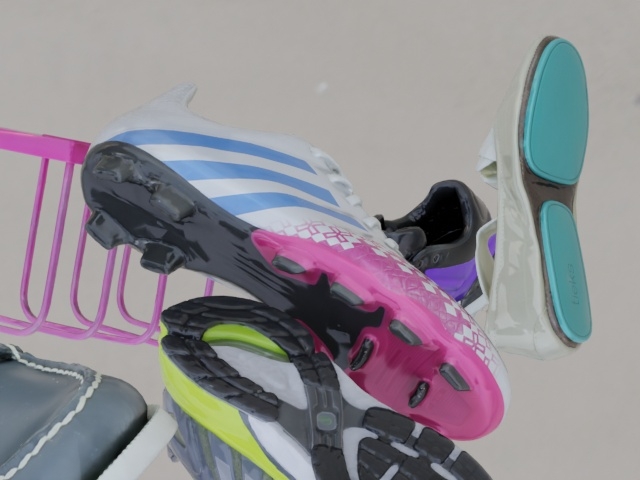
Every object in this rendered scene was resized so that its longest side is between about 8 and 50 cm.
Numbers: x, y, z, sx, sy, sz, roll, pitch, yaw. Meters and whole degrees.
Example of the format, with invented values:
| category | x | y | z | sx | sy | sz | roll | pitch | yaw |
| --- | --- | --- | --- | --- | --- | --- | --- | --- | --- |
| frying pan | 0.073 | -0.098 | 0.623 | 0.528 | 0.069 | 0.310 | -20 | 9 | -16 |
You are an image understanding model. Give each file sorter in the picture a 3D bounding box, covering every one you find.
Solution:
| category | x | y | z | sx | sy | sz | roll | pitch | yaw |
| --- | --- | --- | --- | --- | --- | --- | --- | --- | --- |
| file sorter | -0.211 | 0.001 | 1.726 | 0.202 | 0.291 | 0.182 | 12 | 92 | 39 |

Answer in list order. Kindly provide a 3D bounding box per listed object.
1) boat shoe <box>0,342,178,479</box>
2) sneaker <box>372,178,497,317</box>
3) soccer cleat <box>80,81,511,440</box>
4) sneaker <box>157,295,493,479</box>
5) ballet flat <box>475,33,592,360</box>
| category | x | y | z | sx | sy | sz | roll | pitch | yaw |
| --- | --- | --- | --- | --- | --- | --- | --- | --- | --- |
| boat shoe | -0.168 | 0.086 | 0.738 | 0.099 | 0.116 | 0.319 | 52 | 150 | -14 |
| sneaker | 0.051 | 0.053 | 1.653 | 0.102 | 0.293 | 0.146 | 24 | 149 | 36 |
| soccer cleat | 0.000 | 0.000 | 1.211 | 0.331 | 0.143 | 0.116 | 32 | 138 | 11 |
| sneaker | 0.008 | 0.157 | 1.103 | 0.300 | 0.111 | 0.121 | 43 | 139 | 34 |
| ballet flat | 0.148 | -0.031 | 1.344 | 0.086 | 0.086 | 0.248 | -12 | 65 | 33 |
